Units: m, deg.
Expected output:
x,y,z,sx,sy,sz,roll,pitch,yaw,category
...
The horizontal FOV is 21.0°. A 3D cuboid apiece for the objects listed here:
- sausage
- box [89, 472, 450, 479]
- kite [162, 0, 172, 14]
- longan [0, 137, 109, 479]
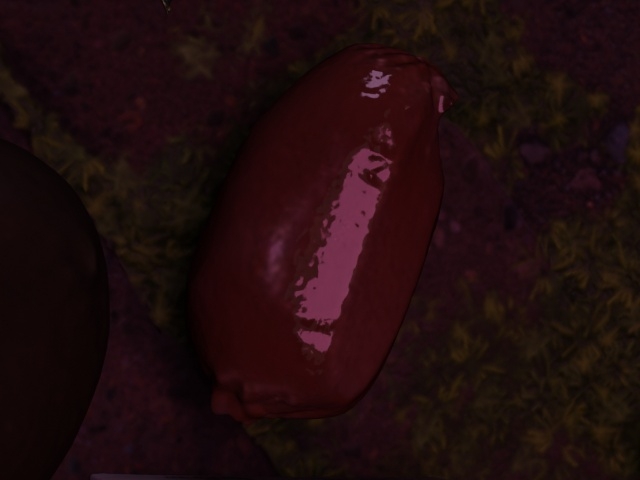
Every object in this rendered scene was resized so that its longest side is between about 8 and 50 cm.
x,y,z,sx,sy,sz,roll,pitch,yaw,category
0.000,0.000,1.098,0.148,0.148,0.254,26,75,-20,sausage
0.001,0.206,1.067,0.260,0.194,0.111,2,89,-21,box
-0.091,-0.213,1.131,0.090,0.004,0.122,32,79,-18,kite
-0.236,0.055,0.944,0.258,0.258,0.258,0,90,-22,longan
